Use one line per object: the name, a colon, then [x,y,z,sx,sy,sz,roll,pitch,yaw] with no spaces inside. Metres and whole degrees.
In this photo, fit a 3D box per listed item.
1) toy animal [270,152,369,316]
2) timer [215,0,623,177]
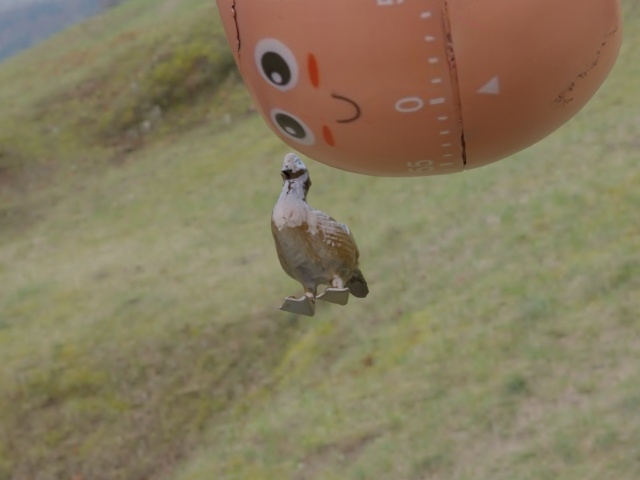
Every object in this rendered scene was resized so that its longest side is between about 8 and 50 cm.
toy animal: [0.000,0.000,1.662,0.089,0.179,0.188,-18,-28,24]
timer: [0.050,-0.147,0.792,0.215,0.229,0.229,-10,12,11]
